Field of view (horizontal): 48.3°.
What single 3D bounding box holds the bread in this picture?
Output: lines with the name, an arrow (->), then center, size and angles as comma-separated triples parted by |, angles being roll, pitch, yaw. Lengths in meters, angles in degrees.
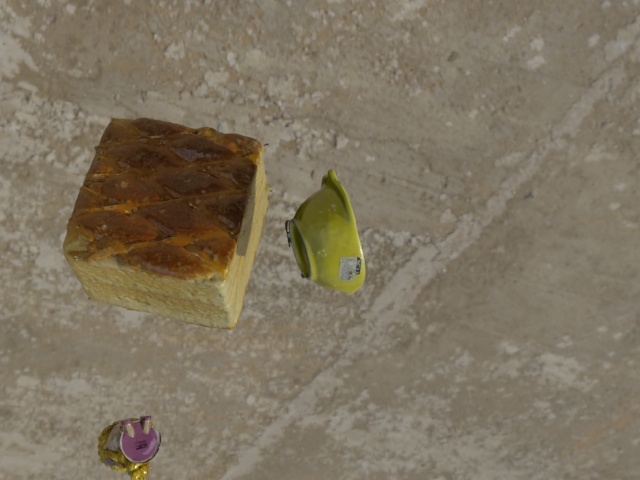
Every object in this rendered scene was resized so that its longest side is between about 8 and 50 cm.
bread -> -0.240, -0.031, 1.165 | 0.279, 0.279, 0.207 | 13, 152, 4

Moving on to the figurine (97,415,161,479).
figurine -> -0.305, 0.340, 1.135 | 0.095, 0.115, 0.156 | 7, 163, -32

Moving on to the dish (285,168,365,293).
dish -> 0.000, 0.000, 1.048 | 0.080, 0.149, 0.207 | -18, 116, -16
